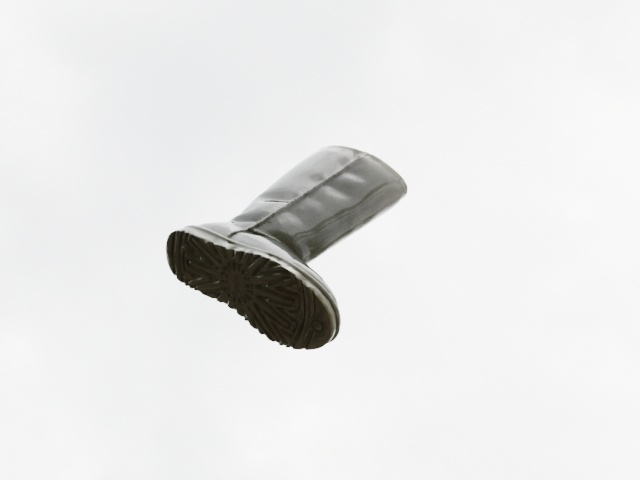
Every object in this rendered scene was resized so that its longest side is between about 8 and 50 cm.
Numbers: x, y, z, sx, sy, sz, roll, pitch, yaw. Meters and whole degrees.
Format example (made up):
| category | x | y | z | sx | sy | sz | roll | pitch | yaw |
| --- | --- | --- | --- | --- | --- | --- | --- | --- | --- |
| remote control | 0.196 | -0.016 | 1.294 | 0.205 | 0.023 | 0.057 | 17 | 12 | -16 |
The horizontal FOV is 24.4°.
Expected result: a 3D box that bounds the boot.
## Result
| category | x | y | z | sx | sy | sz | roll | pitch | yaw |
| --- | --- | --- | --- | --- | --- | --- | --- | --- | --- |
| boot | 0.001 | -0.002 | 1.226 | 0.189 | 0.208 | 0.076 | 32 | -54 | 32 |
